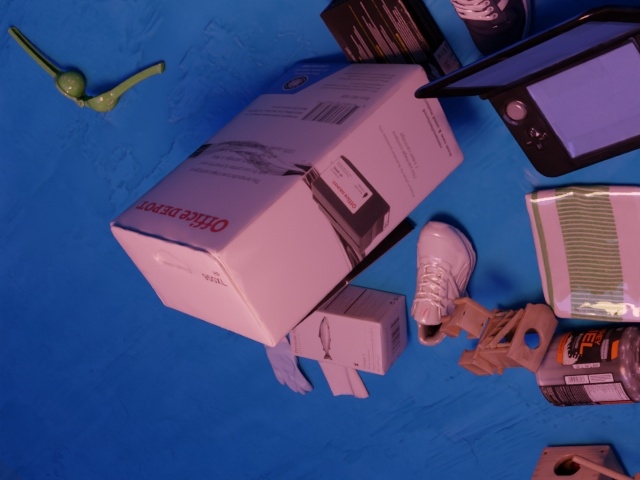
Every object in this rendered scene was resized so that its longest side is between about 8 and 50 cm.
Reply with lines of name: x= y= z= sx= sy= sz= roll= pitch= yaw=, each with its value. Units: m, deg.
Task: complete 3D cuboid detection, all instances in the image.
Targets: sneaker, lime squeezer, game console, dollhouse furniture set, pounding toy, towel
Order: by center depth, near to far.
sneaker: x=0.181 y=-0.318 z=1.387 sx=0.099 sy=0.153 sz=0.282 roll=6 pitch=131 yaw=30
game console: x=0.315 y=-0.175 z=1.416 sx=0.293 sy=0.173 sz=0.250 roll=-20 pitch=115 yaw=44
towel: x=0.463 y=0.028 z=1.605 sx=0.324 sy=0.038 sz=0.248 roll=4 pitch=129 yaw=31
dollhouse furniture set: x=0.248 y=0.128 z=1.771 sx=0.161 sy=0.101 sz=0.182 roll=32 pitch=162 yaw=-16
sneaker: x=0.186 y=0.077 z=1.774 sx=0.090 sy=0.115 sz=0.232 roll=11 pitch=133 yaw=25
lime squeezer: x=-0.399 y=-0.274 z=1.890 sx=0.310 sy=0.059 sz=0.110 roll=17 pitch=135 yaw=22
pounding toy: x=0.468 y=0.394 z=1.893 sx=0.206 sy=0.094 sz=0.181 roll=-11 pitch=121 yaw=39

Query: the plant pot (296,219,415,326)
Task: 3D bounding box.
plant pot: x=0.000 y=0.000 z=1.794 sx=0.167 sy=0.187 sz=0.188 roll=50 pitch=138 yaw=4

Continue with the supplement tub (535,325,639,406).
supplement tub: x=0.434 y=0.191 z=1.713 sx=0.190 sy=0.117 sz=0.117 roll=-11 pitch=121 yaw=39

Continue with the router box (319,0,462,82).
router box: x=0.100 y=-0.272 z=1.565 sx=0.133 sy=0.046 sz=0.179 roll=-15 pitch=118 yaw=42

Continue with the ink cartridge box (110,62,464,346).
ink cartridge box: x=-0.047 y=-0.066 z=1.537 sx=0.285 sy=0.395 sz=0.166 roll=13 pitch=140 yaw=52

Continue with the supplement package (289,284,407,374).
supplement package: x=0.046 y=0.145 z=1.927 sx=0.179 sy=0.105 sz=0.105 roll=9 pitch=120 yaw=27

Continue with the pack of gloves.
pack of gloves: x=-0.040 y=0.217 z=2.108 sx=0.195 sy=0.046 sz=0.232 roll=-5 pitch=124 yaw=36
